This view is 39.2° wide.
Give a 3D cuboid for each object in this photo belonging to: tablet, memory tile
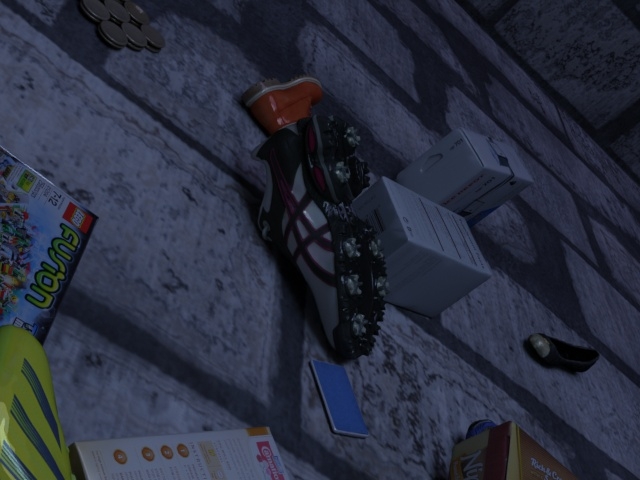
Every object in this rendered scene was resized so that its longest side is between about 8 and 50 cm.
[{"bbox_3d":[0.019,0.160,0.907,0.054,0.006,0.083,21,37,-44],"label":"tablet"},{"bbox_3d":[-0.252,-0.281,1.054,0.148,0.012,0.113,53,26,7],"label":"memory tile"}]

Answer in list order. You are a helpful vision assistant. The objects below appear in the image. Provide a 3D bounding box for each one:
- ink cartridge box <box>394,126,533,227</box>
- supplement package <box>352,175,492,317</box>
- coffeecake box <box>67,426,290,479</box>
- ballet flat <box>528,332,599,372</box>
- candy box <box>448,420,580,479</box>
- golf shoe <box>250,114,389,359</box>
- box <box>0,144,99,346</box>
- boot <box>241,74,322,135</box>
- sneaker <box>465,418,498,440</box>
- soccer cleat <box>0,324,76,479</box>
[{"bbox_3d":[0.228,-0.095,1.415,0.190,0.139,0.082,4,53,-55],"label":"ink cartridge box"},{"bbox_3d":[0.112,0.012,1.133,0.179,0.105,0.105,23,37,-44],"label":"supplement package"},{"bbox_3d":[-0.089,0.208,0.603,0.185,0.068,0.142,11,47,-52],"label":"coffeecake box"},{"bbox_3d":[0.378,0.169,1.405,0.173,0.049,0.057,20,38,-45],"label":"ballet flat"},{"bbox_3d":[0.258,0.352,0.910,0.316,0.087,0.183,41,38,-17],"label":"candy box"},{"bbox_3d":[0.000,0.000,0.993,0.105,0.120,0.273,11,68,-61],"label":"golf shoe"},{"bbox_3d":[-0.240,0.017,0.654,0.114,0.036,0.207,39,28,-23],"label":"box"},{"bbox_3d":[-0.036,-0.174,1.209,0.085,0.059,0.158,56,35,6],"label":"boot"},{"bbox_3d":[0.248,0.276,1.034,0.221,0.083,0.087,42,22,-21],"label":"sneaker"},{"bbox_3d":[-0.157,0.182,0.489,0.121,0.093,0.289,10,51,-27],"label":"soccer cleat"}]
